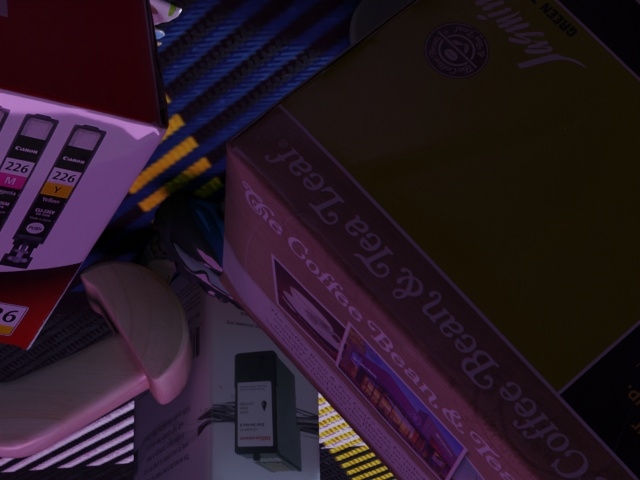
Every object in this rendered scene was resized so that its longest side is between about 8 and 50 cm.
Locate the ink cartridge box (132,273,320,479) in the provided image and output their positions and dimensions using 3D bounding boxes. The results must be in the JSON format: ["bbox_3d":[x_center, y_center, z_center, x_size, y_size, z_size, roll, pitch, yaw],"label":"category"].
[{"bbox_3d":[-0.096,0.182,1.644,0.122,0.289,0.211,10,156,-24],"label":"ink cartridge box"}]

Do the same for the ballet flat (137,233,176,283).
[{"bbox_3d":[-0.153,0.028,1.594,0.041,0.041,0.114,7,156,-19],"label":"ballet flat"}]

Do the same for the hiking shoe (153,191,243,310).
[{"bbox_3d":[0.000,0.000,1.491,0.304,0.113,0.132,19,121,-28],"label":"hiking shoe"}]

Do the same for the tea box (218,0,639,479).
[{"bbox_3d":[0.161,0.008,1.016,0.323,0.329,0.220,-37,165,-18],"label":"tea box"}]

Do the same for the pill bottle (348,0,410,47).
[{"bbox_3d":[0.057,-0.118,1.195,0.078,0.078,0.137,-1,158,-2],"label":"pill bottle"}]

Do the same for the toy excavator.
[{"bbox_3d":[-0.397,0.139,1.528,0.445,0.433,0.222,30,160,11],"label":"toy excavator"}]

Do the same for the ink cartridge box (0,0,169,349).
[{"bbox_3d":[-0.247,-0.091,0.837,0.309,0.130,0.272,11,138,-27],"label":"ink cartridge box"}]

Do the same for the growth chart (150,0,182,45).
[{"bbox_3d":[-0.183,-0.158,1.157,0.172,0.021,0.237,9,158,-23],"label":"growth chart"}]
